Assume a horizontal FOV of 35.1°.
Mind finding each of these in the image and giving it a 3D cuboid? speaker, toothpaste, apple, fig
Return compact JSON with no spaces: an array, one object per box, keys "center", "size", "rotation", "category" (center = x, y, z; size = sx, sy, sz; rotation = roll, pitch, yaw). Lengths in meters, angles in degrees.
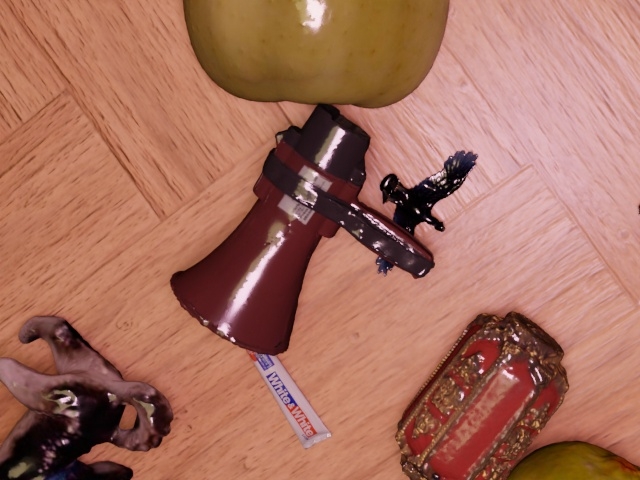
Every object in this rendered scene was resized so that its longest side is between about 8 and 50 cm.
[{"center":[-0.016,0.008,1.372],"size":[0.259,0.198,0.329],"rotation":[46,109,22],"category":"speaker"},{"center":[-0.060,0.213,1.518],"size":[0.052,0.033,0.218],"rotation":[-31,95,17],"category":"toothpaste"},{"center":[-0.014,-0.370,1.405],"size":[0.320,0.311,0.360],"rotation":[-3,101,-33],"category":"apple"},{"center":[0.337,0.428,1.356],"size":[0.258,0.258,0.326],"rotation":[26,118,7],"category":"fig"}]

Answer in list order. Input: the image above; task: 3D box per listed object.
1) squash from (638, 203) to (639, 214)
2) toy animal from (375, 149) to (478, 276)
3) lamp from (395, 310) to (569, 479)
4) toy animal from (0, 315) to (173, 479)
[{"center":[0.595,0.019,1.360],"size":[0.288,0.203,0.111],"rotation":[10,99,-26],"category":"squash"},{"center":[0.133,-0.049,1.437],"size":[0.108,0.062,0.220],"rotation":[33,101,-12],"category":"toy animal"},{"center":[0.222,0.231,1.394],"size":[0.177,0.177,0.274],"rotation":[34,102,5],"category":"lamp"},{"center":[-0.382,0.323,1.513],"size":[0.302,0.194,0.344],"rotation":[19,106,14],"category":"toy animal"}]
